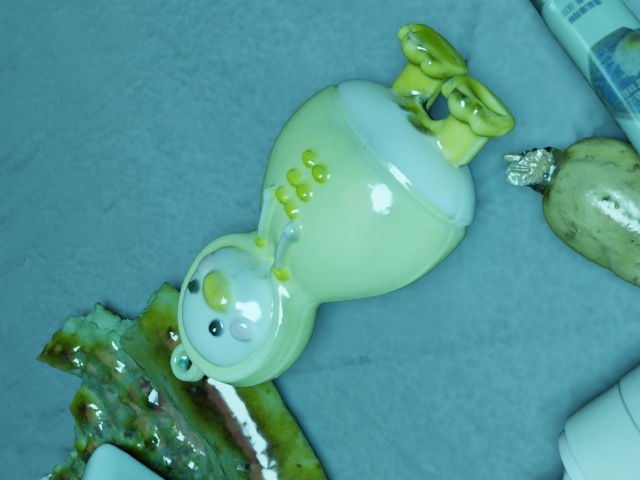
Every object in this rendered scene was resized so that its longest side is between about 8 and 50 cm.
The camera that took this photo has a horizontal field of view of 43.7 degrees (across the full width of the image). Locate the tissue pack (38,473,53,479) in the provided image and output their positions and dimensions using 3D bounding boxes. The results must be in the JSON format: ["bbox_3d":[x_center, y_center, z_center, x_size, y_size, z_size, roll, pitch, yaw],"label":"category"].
[{"bbox_3d":[-0.217,0.261,0.726,0.108,0.023,0.056,18,104,23],"label":"tissue pack"}]

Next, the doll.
[{"bbox_3d":[-0.007,-0.001,0.520,0.296,0.117,0.141,-43,64,15],"label":"doll"}]

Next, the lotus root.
[{"bbox_3d":[0.177,-0.018,0.472,0.152,0.063,0.072,31,119,17],"label":"lotus root"}]

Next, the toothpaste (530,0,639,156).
[{"bbox_3d":[0.187,-0.069,0.438,0.062,0.039,0.239,-35,64,19],"label":"toothpaste"}]

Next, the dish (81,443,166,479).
[{"bbox_3d":[-0.150,0.303,0.595,0.182,0.080,0.243,25,106,24],"label":"dish"}]

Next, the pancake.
[{"bbox_3d":[-0.113,0.248,0.636,0.305,0.067,0.426,7,100,20],"label":"pancake"}]

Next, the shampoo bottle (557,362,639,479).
[{"bbox_3d":[0.238,0.081,0.436,0.303,0.092,0.092,-45,76,24],"label":"shampoo bottle"}]
